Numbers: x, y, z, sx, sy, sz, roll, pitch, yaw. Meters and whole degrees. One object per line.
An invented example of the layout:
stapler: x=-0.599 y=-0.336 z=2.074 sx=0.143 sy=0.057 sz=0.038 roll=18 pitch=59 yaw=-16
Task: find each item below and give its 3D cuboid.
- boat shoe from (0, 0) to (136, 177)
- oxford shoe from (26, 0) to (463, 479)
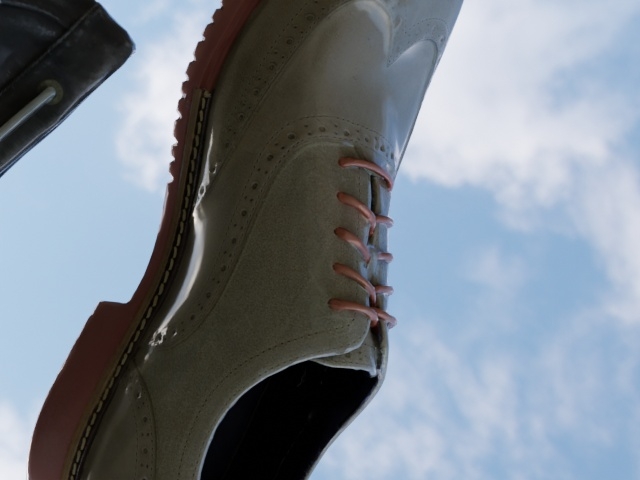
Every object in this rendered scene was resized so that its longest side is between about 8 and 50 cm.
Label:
boat shoe: x=-0.218 y=-0.001 z=0.733 sx=0.335 sy=0.119 sz=0.121 roll=-48 pitch=-173 yaw=21
oxford shoe: x=0.000 y=0.000 z=0.750 sx=0.146 sy=0.140 sz=0.397 roll=29 pitch=-81 yaw=42
